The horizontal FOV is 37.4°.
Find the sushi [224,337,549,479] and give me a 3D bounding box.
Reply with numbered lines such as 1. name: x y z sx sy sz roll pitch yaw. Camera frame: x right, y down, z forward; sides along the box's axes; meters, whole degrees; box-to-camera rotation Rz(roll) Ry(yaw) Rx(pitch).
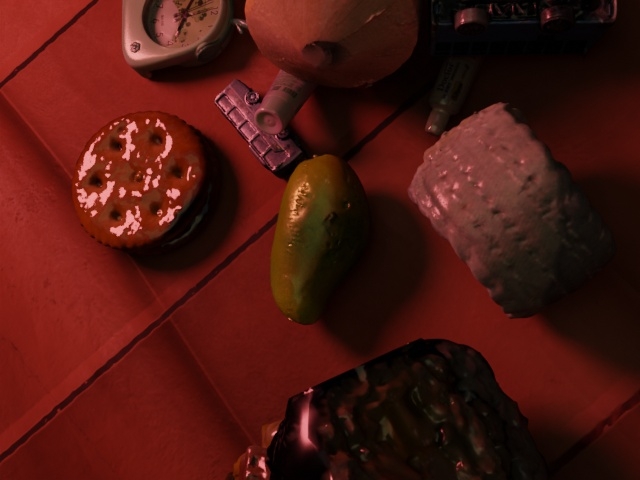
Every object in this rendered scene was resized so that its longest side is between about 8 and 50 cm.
1. sushi: 0.071 0.305 1.068 0.329 0.328 0.285 55 131 16

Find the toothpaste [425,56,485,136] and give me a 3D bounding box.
1. toothpaste: 0.203 -0.259 1.318 0.067 0.037 0.255 20 78 15

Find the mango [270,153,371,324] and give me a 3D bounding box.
1. mango: 0.000 0.000 1.268 0.125 0.111 0.233 4 78 21

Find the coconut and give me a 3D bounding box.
1. coconut: 0.026 -0.325 1.263 0.239 0.239 0.244 7 56 17

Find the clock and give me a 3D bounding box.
1. clock: -0.197 -0.335 1.434 0.211 0.066 0.159 -4 75 14

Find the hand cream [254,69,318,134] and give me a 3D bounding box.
1. hand cream: -0.038 -0.220 1.345 0.076 0.047 0.174 13 49 17

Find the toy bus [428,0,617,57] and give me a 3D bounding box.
1. toy bus: 0.259 -0.311 1.248 0.234 0.133 0.116 0 76 3

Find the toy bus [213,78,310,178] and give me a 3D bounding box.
1. toy bus: -0.085 -0.161 1.368 0.065 0.047 0.166 -41 68 4

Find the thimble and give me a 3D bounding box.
1. thimble: 0.230 -0.036 1.162 0.172 0.205 0.250 -35 86 10

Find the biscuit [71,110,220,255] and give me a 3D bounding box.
1. biscuit: -0.255 -0.085 1.384 0.220 0.066 0.220 -4 75 14
